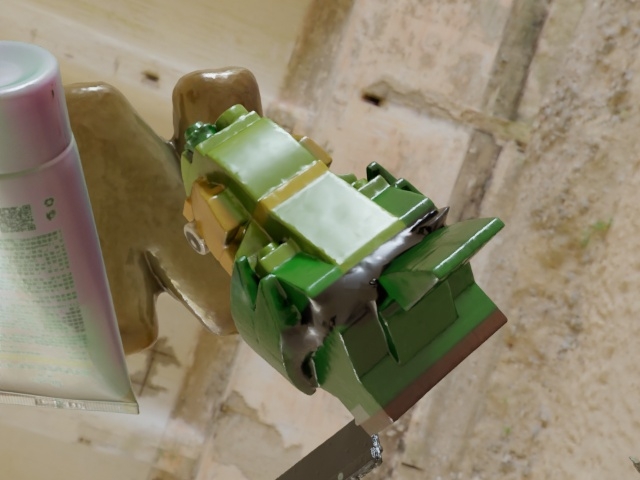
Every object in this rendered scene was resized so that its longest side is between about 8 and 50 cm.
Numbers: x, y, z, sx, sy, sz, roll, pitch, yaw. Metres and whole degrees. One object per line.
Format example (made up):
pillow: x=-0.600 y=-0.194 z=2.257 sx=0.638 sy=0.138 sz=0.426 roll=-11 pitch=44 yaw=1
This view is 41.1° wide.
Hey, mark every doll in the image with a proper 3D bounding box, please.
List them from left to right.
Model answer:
doll: x=0.001 y=0.006 z=0.413 sx=0.106 sy=0.186 sz=0.134 roll=-38 pitch=-39 yaw=-22

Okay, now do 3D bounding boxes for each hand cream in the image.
hand cream: x=-0.118 y=0.009 z=0.344 sx=0.047 sy=0.076 sz=0.174 roll=-82 pitch=-5 yaw=-53

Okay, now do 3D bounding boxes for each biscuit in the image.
biscuit: x=-0.159 y=-0.026 z=0.883 sx=0.062 sy=0.237 sz=0.290 roll=-148 pitch=51 yaw=-68

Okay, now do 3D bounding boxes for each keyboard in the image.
keyboard: x=-0.012 y=0.286 z=0.999 sx=0.231 sy=0.023 sz=0.072 roll=-43 pitch=36 yaw=26

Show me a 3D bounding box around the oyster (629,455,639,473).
oyster: x=0.459 y=0.240 z=0.761 sx=0.162 sy=0.351 sz=0.158 roll=11 pitch=-92 yaw=-51
